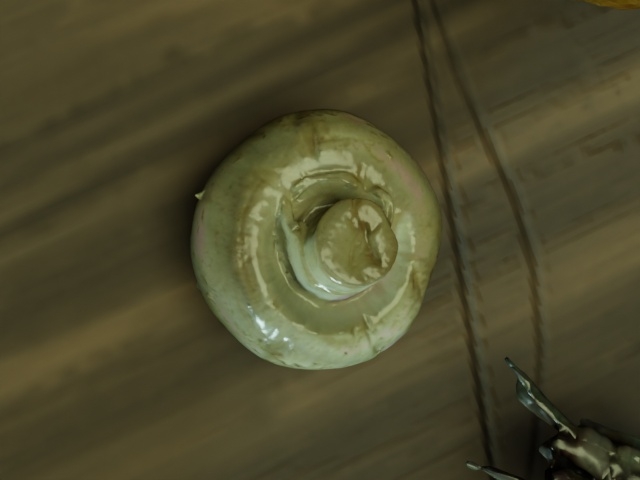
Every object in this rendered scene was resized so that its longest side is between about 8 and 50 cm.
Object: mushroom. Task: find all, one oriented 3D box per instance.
[{"bbox_3d":[0.000,0.000,0.612,0.083,0.067,0.084,0,90,-15],"label":"mushroom"}]

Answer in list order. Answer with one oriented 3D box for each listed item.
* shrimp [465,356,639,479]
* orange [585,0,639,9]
[{"bbox_3d":[0.220,0.177,0.667,0.410,0.166,0.221,37,83,-30],"label":"shrimp"},{"bbox_3d":[0.114,-0.199,0.532,0.264,0.264,0.264,-2,98,-17],"label":"orange"}]
